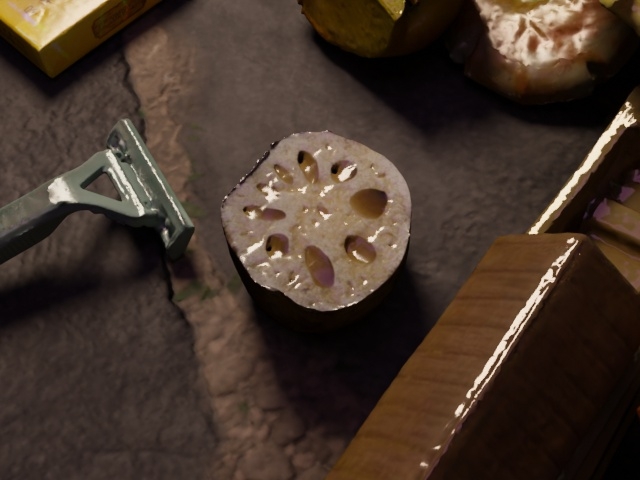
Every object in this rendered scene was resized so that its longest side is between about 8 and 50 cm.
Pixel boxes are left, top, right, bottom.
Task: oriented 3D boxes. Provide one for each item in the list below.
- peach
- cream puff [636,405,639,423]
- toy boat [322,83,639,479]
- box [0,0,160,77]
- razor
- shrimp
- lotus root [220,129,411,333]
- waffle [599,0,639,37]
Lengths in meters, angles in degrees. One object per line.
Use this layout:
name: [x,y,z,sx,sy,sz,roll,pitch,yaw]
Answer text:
peach: [0.047,-0.200,0.781,0.151,0.118,0.151,1,94,21]
cream puff: [0.279,0.076,0.505,0.302,0.212,0.303,2,86,-26]
toy boat: [0.092,0.086,0.558,0.135,0.162,0.445,28,62,26]
box: [-0.249,-0.253,0.883,0.152,0.043,0.269,-40,62,-21]
razor: [-0.230,0.013,0.696,0.277,0.056,0.111,-27,60,-13]
shrimp: [0.178,-0.227,0.823,0.153,0.062,0.294,7,58,16]
lotus root: [0.002,0.002,0.670,0.112,0.081,0.122,33,64,22]
waffle: [0.255,-0.171,0.700,0.262,0.060,0.281,24,36,-11]
